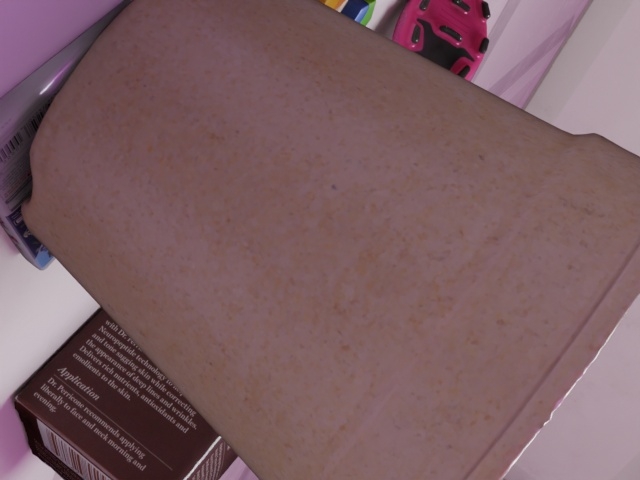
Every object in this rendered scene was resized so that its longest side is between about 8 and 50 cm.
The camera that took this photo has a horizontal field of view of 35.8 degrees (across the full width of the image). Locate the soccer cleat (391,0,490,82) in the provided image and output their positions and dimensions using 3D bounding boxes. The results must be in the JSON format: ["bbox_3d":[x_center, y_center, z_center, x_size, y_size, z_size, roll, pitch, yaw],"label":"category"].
[{"bbox_3d":[0.102,-0.155,1.144,0.143,0.116,0.331,-23,-130,61],"label":"soccer cleat"}]

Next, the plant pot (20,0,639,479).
[{"bbox_3d":[0.000,0.000,0.616,0.334,0.305,0.334,-51,171,-11],"label":"plant pot"}]

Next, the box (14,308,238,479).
[{"bbox_3d":[-0.155,0.157,0.955,0.203,0.168,0.167,-47,166,-28],"label":"box"}]

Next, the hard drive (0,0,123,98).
[{"bbox_3d":[-0.099,-0.192,0.452,0.319,0.040,0.210,-48,168,-29],"label":"hard drive"}]

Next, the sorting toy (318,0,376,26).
[{"bbox_3d":[0.019,-0.217,0.883,0.193,0.038,0.208,-42,164,-47],"label":"sorting toy"}]

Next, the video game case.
[{"bbox_3d":[-0.141,-0.089,0.649,0.201,0.023,0.183,-51,169,-18],"label":"video game case"}]
